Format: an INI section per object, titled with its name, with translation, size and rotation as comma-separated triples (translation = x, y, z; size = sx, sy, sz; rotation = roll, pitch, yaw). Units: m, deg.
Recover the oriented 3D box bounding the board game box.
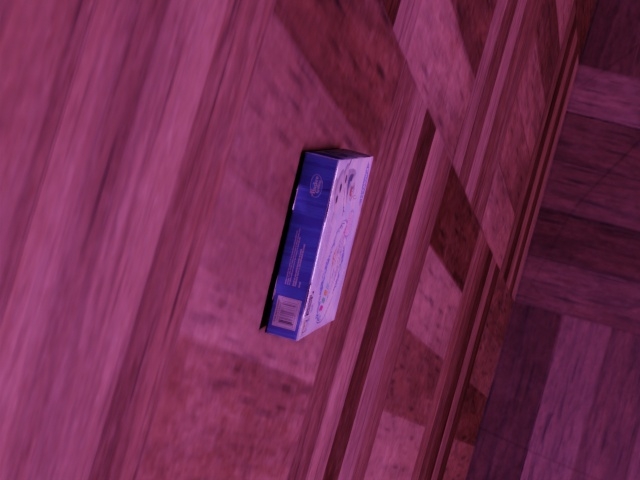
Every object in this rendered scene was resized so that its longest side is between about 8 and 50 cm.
[board game box]
translation = 0.000, 0.000, 0.876
size = 0.090, 0.020, 0.090
rotation = -15, 119, -77
